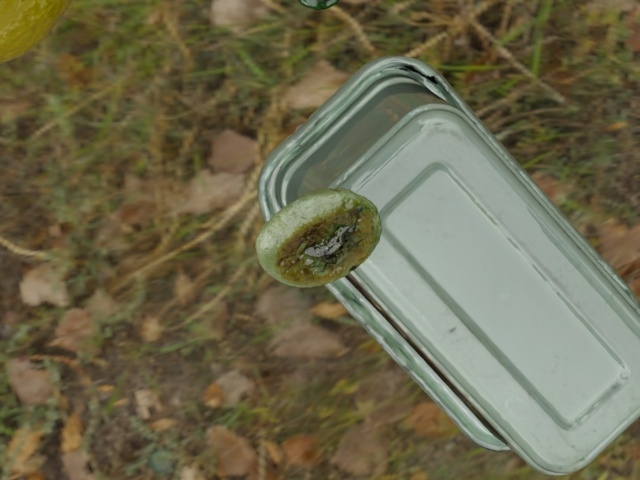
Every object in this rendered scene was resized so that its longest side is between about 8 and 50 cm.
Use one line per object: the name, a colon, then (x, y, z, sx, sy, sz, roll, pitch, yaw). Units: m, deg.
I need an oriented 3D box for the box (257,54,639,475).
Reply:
box: (0.111, 0.024, 1.095, 0.175, 0.182, 0.312, -43, 101, 0)

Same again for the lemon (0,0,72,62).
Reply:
lemon: (-0.221, -0.181, 0.868, 0.203, 0.178, 0.178, 0, 95, 39)

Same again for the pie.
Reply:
pie: (0.002, 0.000, 0.946, 0.084, 0.084, 0.021, -36, 46, 20)

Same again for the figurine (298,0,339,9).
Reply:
figurine: (-0.023, -0.201, 0.865, 0.197, 0.093, 0.147, -4, 112, 61)
